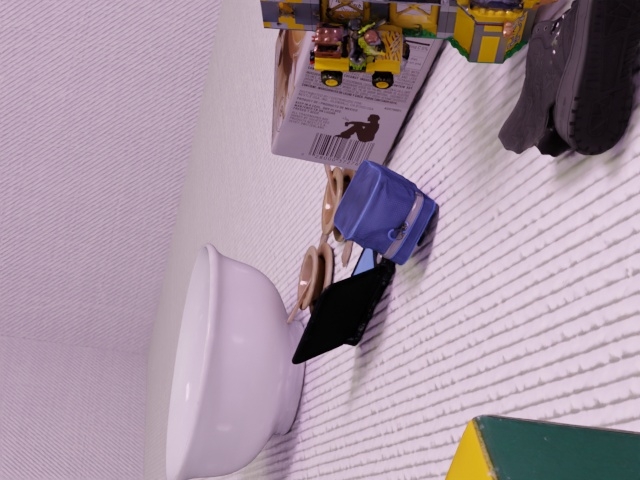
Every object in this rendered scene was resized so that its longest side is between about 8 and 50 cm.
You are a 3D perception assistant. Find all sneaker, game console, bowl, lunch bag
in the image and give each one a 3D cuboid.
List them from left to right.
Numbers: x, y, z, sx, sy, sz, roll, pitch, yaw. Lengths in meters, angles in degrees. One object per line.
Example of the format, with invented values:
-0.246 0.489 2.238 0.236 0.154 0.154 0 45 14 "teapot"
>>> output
-0.099 0.157 1.382 0.298 0.134 0.298 -172 90 -78 "bowl"
0.018 0.047 1.079 0.122 0.071 0.107 113 161 -46 "game console"
0.058 -0.022 0.968 0.067 0.065 0.098 -62 15 10 "lunch bag"
0.150 -0.116 0.650 0.089 0.051 0.170 -113 31 -60 "sneaker"

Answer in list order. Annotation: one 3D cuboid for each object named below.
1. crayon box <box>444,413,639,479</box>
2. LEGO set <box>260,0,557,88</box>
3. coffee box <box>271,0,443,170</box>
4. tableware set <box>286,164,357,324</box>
0.091 0.315 0.482 0.313 0.106 0.363 -104 26 -58 "crayon box"
0.052 -0.287 0.756 0.192 0.255 0.331 85 -163 -71 "LEGO set"
0.044 -0.226 1.050 0.297 0.119 0.168 113 162 -49 "coffee box"
0.000 0.000 1.269 0.128 0.039 0.194 -99 22 -55 "tableware set"
